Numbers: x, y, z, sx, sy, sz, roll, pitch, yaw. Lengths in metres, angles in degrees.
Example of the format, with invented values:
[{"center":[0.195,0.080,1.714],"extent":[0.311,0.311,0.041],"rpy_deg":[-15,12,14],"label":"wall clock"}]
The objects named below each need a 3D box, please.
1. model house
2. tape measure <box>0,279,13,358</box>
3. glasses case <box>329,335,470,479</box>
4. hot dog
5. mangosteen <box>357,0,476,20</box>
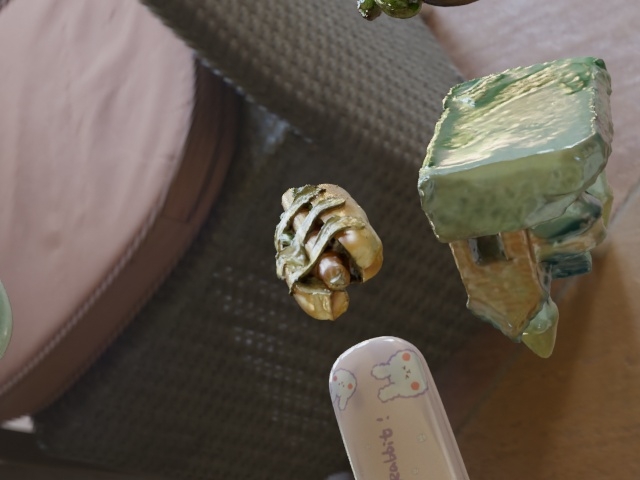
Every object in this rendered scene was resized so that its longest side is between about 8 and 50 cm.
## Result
[{"center":[0.257,-0.006,1.402],"extent":[0.194,0.325,0.267],"rpy_deg":[-9,27,19],"label":"model house"},{"center":[-0.481,0.099,1.436],"extent":[0.125,0.243,0.246],"rpy_deg":[-46,6,33],"label":"tape measure"},{"center":[0.097,0.250,1.353],"extent":[0.113,0.075,0.297],"rpy_deg":[-24,74,17],"label":"glasses case"},{"center":[0.000,0.000,1.276],"extent":[0.109,0.072,0.269],"rpy_deg":[-51,20,9],"label":"hot dog"},{"center":[0.121,-0.359,1.413],"extent":[0.216,0.216,0.216],"rpy_deg":[-21,60,43],"label":"mangosteen"}]
